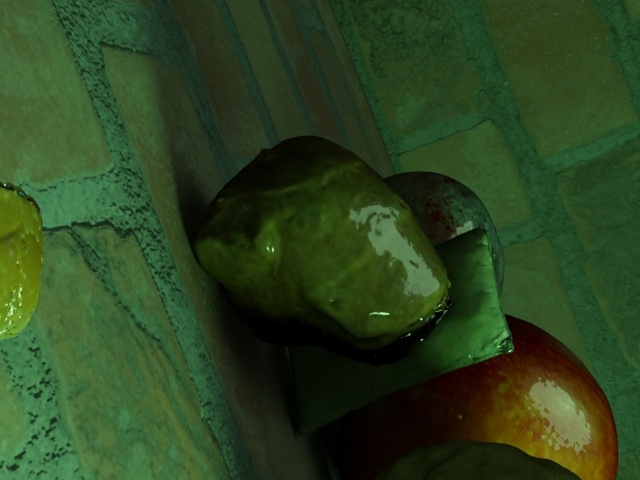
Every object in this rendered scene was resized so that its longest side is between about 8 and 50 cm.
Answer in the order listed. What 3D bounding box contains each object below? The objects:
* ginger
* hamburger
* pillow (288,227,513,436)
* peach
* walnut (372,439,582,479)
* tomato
[{"bbox_3d":[0.002,-0.003,1.311,0.200,0.269,0.223,-60,143,-38],"label":"ginger"},{"bbox_3d":[-0.214,0.016,0.701,0.176,0.087,0.102,41,29,-72],"label":"hamburger"},{"bbox_3d":[0.081,0.112,1.403,0.075,0.302,0.185,42,31,-44],"label":"pillow"},{"bbox_3d":[0.196,0.255,1.538,0.388,0.388,0.388,-21,90,-79],"label":"peach"},{"bbox_3d":[0.146,0.380,1.128,0.383,0.383,0.383,-21,90,-79],"label":"walnut"},{"bbox_3d":[0.163,0.043,1.974,0.316,0.282,0.317,-3,90,-65],"label":"tomato"}]
